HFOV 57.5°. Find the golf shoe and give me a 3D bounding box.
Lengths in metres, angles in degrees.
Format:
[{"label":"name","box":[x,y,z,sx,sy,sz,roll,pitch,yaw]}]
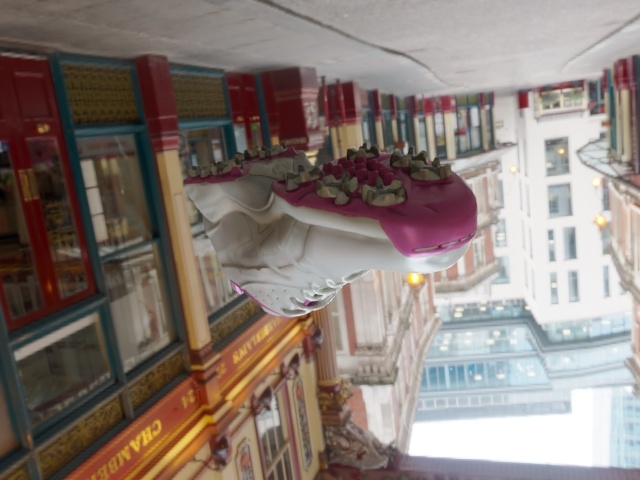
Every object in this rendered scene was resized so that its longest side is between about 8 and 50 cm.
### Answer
[{"label":"golf shoe","box":[0.000,0.000,0.449,0.115,0.140,0.306,-20,-162,-29]}]
